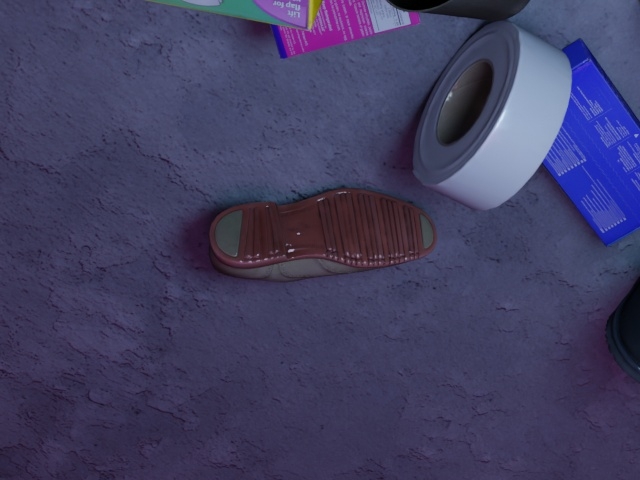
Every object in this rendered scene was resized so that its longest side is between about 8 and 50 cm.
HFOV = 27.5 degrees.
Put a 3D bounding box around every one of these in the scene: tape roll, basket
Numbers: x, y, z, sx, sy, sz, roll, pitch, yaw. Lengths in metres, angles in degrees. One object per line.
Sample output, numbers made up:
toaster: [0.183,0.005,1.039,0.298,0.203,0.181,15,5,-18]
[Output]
tape roll: [0.258,-0.191,2.014,0.100,0.286,0.286,25,122,-21]
basket: [0.213,-0.396,1.881,0.204,0.154,0.227,-39,161,22]

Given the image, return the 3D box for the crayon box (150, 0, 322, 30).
crayon box: [-0.149,-0.435,1.728,0.363,0.313,0.106,11,136,8]

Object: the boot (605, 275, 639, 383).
boot: [0.657,-0.003,2.138,0.146,0.367,0.445,32,124,0]

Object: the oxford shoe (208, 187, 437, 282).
oxford shoe: [0.000,0.000,2.266,0.397,0.140,0.146,1,158,-9]

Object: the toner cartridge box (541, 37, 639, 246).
toner cartridge box: [0.456,-0.157,2.181,0.165,0.075,0.348,-31,122,20]

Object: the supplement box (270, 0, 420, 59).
supplement box: [0.030,-0.369,1.973,0.220,0.111,0.114,-13,126,6]
